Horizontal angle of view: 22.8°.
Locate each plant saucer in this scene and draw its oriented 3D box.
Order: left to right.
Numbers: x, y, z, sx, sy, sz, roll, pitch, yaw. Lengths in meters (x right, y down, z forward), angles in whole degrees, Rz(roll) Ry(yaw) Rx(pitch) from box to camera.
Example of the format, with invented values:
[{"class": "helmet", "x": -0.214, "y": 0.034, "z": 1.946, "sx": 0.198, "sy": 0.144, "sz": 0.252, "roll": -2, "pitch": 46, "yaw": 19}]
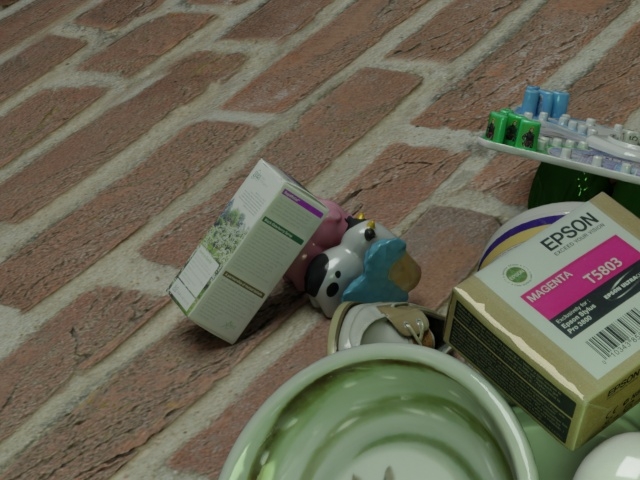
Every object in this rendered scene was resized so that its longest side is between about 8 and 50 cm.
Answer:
[{"class": "plant saucer", "x": 0.064, "y": 0.308, "z": 1.649, "sx": 0.400, "sy": 0.100, "sz": 0.400, "roll": -15, "pitch": 62, "yaw": 30}]

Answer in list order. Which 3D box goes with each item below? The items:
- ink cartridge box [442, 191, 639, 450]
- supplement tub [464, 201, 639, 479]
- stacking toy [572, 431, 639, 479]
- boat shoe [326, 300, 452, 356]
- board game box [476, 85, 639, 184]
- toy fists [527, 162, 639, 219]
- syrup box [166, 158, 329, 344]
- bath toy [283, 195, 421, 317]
[{"class": "ink cartridge box", "x": 0.275, "y": 0.077, "z": 1.627, "sx": 0.234, "sy": 0.088, "sz": 0.193, "roll": -31, "pitch": 56, "yaw": -28}, {"class": "supplement tub", "x": 0.282, "y": 0.145, "z": 1.790, "sx": 0.241, "sy": 0.241, "sz": 0.331, "roll": -3, "pitch": 44, "yaw": 17}, {"class": "stacking toy", "x": 0.461, "y": 0.178, "z": 1.568, "sx": 0.480, "sy": 0.351, "sz": 0.350, "roll": -19, "pitch": 30, "yaw": -15}, {"class": "boat shoe", "x": 0.091, "y": 0.125, "z": 1.978, "sx": 0.103, "sy": 0.113, "sz": 0.302, "roll": -1, "pitch": 8, "yaw": 19}, {"class": "board game box", "x": 0.439, "y": -0.135, "z": 2.195, "sx": 0.390, "sy": 0.050, "sz": 0.390, "roll": 15, "pitch": 14, "yaw": 12}, {"class": "toy fists", "x": 0.394, "y": -0.034, "z": 2.189, "sx": 0.096, "sy": 0.142, "sz": 0.279, "roll": 13, "pitch": 10, "yaw": -40}, {"class": "syrup box", "x": -0.102, "y": 0.014, "z": 2.215, "sx": 0.237, "sy": 0.096, "sz": 0.093, "roll": -53, "pitch": 34, "yaw": 4}, {"class": "bath toy", "x": 0.000, "y": 0.000, "z": 2.290, "sx": 0.151, "sy": 0.129, "sz": 0.348, "roll": -28, "pitch": 32, "yaw": -24}]
